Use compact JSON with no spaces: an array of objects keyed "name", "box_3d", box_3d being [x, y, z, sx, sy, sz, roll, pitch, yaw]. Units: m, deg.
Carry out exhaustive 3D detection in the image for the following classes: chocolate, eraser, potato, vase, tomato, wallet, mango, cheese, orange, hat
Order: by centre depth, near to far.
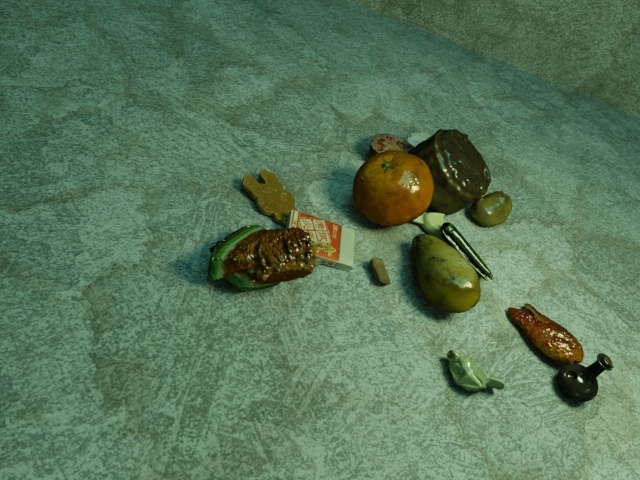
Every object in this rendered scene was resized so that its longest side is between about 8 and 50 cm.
[{"name":"hat","box_3d":[0.442,0.392,1.524,0.166,0.081,0.122,27,1,-20]},{"name":"vase","box_3d":[0.801,0.405,1.585,0.120,0.183,0.120,14,44,-14]},{"name":"eraser","box_3d":[0.000,0.000,1.690,0.230,0.038,0.157,18,49,-14]},{"name":"chocolate","box_3d":[0.189,0.105,1.701,0.064,0.031,0.101,12,46,-40]},{"name":"mango","box_3d":[0.398,0.104,1.717,0.176,0.175,0.329,48,12,-27]},{"name":"wallet","box_3d":[0.504,0.038,1.831,0.236,0.055,0.160,51,15,1]},{"name":"orange","box_3d":[0.254,-0.181,1.846,0.283,0.226,0.284,-10,44,10]},{"name":"cheese","box_3d":[0.391,-0.068,1.949,0.235,0.050,0.127,15,47,-9]},{"name":"potato","box_3d":[0.674,-0.121,2.085,0.176,0.137,0.137,-23,59,-15]},{"name":"tomato","box_3d":[0.291,-0.343,2.143,0.225,0.085,0.225,12,44,-12]}]

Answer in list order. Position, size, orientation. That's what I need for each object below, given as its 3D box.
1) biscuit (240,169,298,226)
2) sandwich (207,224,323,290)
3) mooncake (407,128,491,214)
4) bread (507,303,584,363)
[{"name":"biscuit","box_3d":[-0.159,-0.140,1.769,0.144,0.040,0.236,-26,69,-32]},{"name":"sandwich","box_3d":[-0.141,0.060,1.496,0.301,0.162,0.250,1,26,17]},{"name":"mooncake","box_3d":[0.497,-0.268,2.031,0.324,0.187,0.324,20,56,-32]},{"name":"bread","box_3d":[0.738,0.298,1.726,0.139,0.095,0.269,-5,46,-38]}]
